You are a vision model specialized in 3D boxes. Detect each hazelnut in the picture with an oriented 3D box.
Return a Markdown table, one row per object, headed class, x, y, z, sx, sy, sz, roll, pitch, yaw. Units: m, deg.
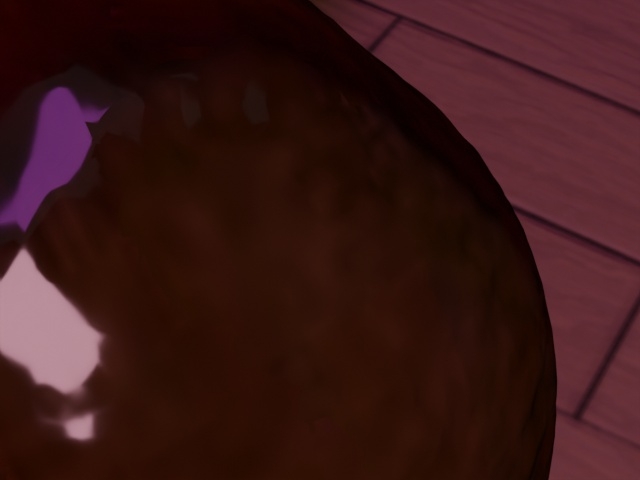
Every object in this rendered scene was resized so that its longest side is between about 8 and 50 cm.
| class | x | y | z | sx | sy | sz | roll | pitch | yaw |
| --- | --- | --- | --- | --- | --- | --- | --- | --- | --- |
| hazelnut | -0.091 | 0.046 | 0.699 | 0.421 | 0.353 | 0.421 | 42 | 15 | -14 |
